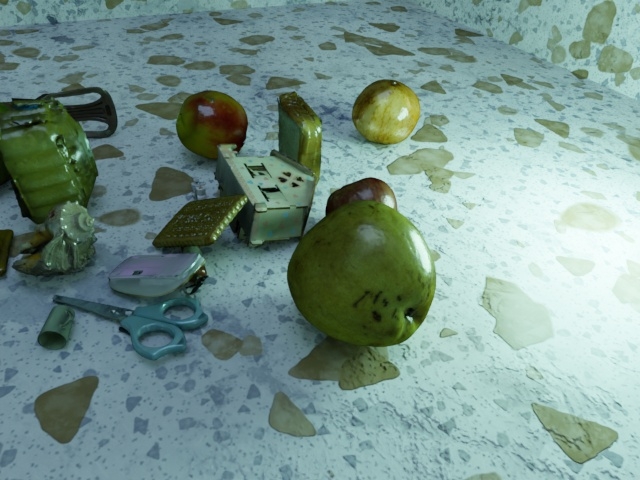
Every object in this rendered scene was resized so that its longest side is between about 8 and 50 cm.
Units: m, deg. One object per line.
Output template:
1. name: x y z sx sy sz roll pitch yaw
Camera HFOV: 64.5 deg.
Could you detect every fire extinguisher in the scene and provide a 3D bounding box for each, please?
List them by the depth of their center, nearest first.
1. fire extinguisher: -0.309 0.059 1.233 0.062 0.050 0.177 -29 43 1

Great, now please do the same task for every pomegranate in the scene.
1. pomegranate: 0.229 -0.449 1.789 0.248 0.248 0.248 3 39 -2

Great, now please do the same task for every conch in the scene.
1. conch: -0.626 0.010 1.189 0.245 0.163 0.178 -17 16 21

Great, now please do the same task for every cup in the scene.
1. cup: -0.543 0.172 1.052 0.054 0.075 0.083 17 32 -20

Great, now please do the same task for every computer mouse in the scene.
1. computer mouse: -0.375 0.077 1.166 0.245 0.056 0.126 -3 32 25

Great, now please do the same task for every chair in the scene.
1. chair: -0.857 -0.392 1.651 0.326 0.176 0.183 -5 30 -1

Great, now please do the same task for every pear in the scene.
1. pear: 0.096 0.080 1.068 0.304 0.304 0.304 3 39 -2

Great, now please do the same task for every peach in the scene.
1. peach: -0.346 -0.371 1.637 0.231 0.231 0.231 3 39 -2

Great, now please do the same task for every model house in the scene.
1. model house: -0.135 -0.125 1.404 0.244 0.169 0.326 -9 44 -28

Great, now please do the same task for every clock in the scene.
1. clock: -0.346 -0.135 1.448 0.041 0.087 0.129 -12 34 -19

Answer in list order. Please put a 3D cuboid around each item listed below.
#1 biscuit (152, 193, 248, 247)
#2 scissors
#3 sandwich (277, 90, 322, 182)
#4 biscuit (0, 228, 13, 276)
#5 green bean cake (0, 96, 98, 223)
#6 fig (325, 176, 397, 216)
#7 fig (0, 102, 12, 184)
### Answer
1. biscuit: -0.308 -0.050 1.275 0.254 0.029 0.172 -4 42 41
2. scissors: -0.433 0.164 1.110 0.360 0.029 0.191 9 33 13
3. sandwich: -0.073 -0.288 1.531 0.087 0.251 0.226 -16 45 -21
4. biscuit: -0.842 0.040 1.214 0.183 0.039 0.174 -11 42 -20
5. green bean cake: -0.717 -0.234 1.353 0.202 0.310 0.285 -15 45 -19
6. fig: 0.118 -0.066 1.337 0.205 0.205 0.205 3 39 -2
7. fig: -0.982 -0.293 1.399 0.316 0.316 0.316 3 39 -2
